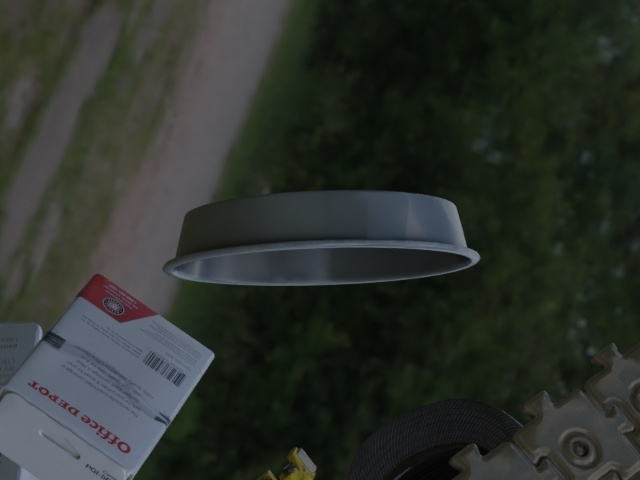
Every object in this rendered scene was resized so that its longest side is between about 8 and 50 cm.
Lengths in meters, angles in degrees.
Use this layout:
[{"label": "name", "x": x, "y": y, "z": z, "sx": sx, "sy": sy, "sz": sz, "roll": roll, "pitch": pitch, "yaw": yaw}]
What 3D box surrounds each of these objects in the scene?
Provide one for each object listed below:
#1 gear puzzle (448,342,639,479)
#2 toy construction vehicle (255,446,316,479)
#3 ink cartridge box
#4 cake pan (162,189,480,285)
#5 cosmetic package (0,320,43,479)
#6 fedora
[{"label": "gear puzzle", "x": 0.244, "y": 0.171, "z": 1.453, "sx": 0.339, "sy": 0.175, "sz": 0.044, "roll": -31, "pitch": 162, "yaw": -31}, {"label": "toy construction vehicle", "x": -0.022, "y": 0.218, "z": 1.533, "sx": 0.035, "sy": 0.086, "sz": 0.098, "roll": -34, "pitch": -168, "yaw": 26}, {"label": "ink cartridge box", "x": -0.144, "y": 0.099, "z": 1.232, "sx": 0.056, "sy": 0.099, "sz": 0.135, "roll": -54, "pitch": -179, "yaw": 38}, {"label": "cake pan", "x": 0.000, "y": 0.000, "z": 1.766, "sx": 0.293, "sy": 0.293, "sz": 0.054, "roll": 72, "pitch": 16, "yaw": -82}, {"label": "cosmetic package", "x": -0.349, "y": 0.328, "z": 1.862, "sx": 0.230, "sy": 0.161, "sz": 0.453, "roll": 80, "pitch": 9, "yaw": -53}, {"label": "fedora", "x": 0.137, "y": 0.289, "z": 1.690, "sx": 0.124, "sy": 0.244, "sz": 0.275, "roll": 30, "pitch": 41, "yaw": -47}]
